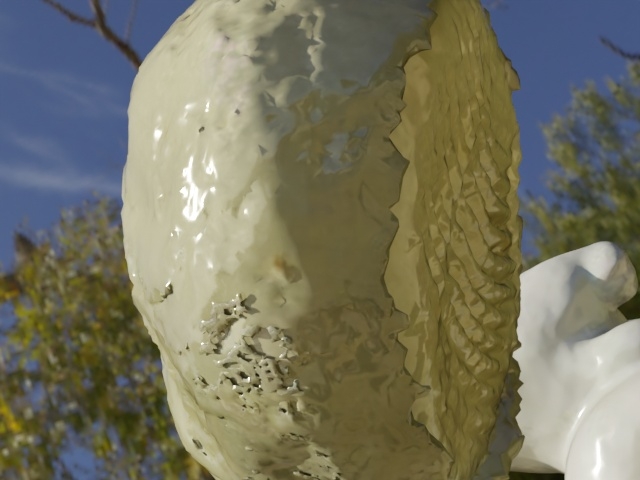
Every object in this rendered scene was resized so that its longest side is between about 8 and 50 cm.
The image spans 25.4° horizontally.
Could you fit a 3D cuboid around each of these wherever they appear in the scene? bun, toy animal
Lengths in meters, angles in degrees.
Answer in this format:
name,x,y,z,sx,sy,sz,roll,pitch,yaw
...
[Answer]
name,x,y,z,sx,sy,sz,roll,pitch,yaw
bun,0.000,0.000,0.605,0.152,0.259,0.259,0,-31,19
toy animal,0.238,0.193,1.126,0.241,0.367,0.196,-38,-44,3
